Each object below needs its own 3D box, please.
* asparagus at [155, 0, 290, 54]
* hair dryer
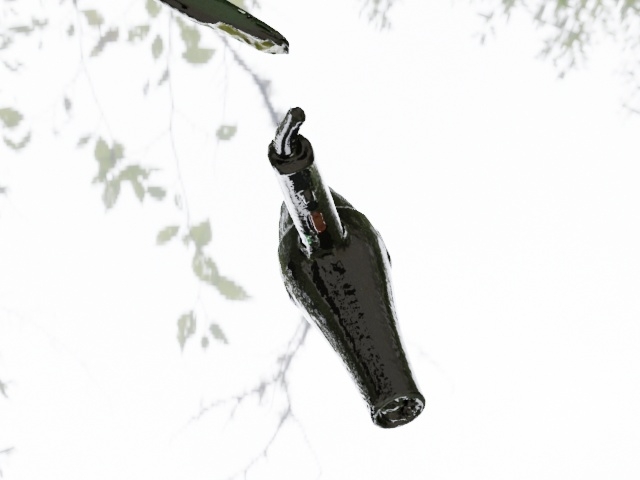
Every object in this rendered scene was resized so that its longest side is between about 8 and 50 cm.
[{"bbox_3d":[-0.084,-0.094,0.435,0.166,0.016,0.013,27,-152,0],"label":"asparagus"},{"bbox_3d":[0.000,0.000,1.088,0.091,0.272,0.236,-24,-129,1],"label":"hair dryer"}]
